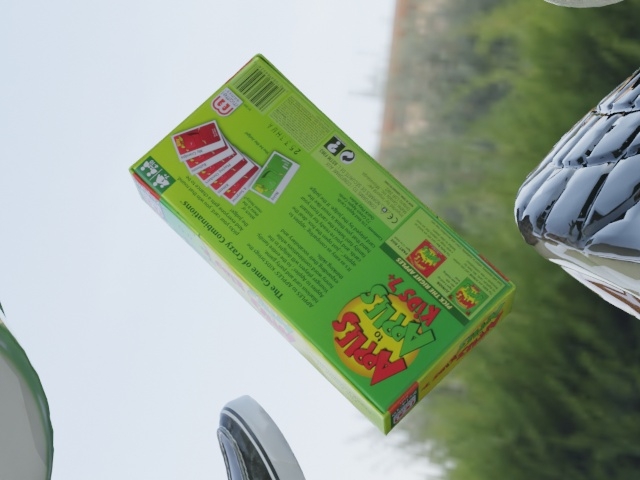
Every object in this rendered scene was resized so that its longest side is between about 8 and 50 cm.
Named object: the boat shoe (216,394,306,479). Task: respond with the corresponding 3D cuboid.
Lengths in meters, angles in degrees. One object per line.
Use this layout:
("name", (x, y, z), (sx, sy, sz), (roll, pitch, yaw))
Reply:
("boat shoe", (-0.036, 0.210, 1.029), (0.078, 0.070, 0.219), (108, 142, -59))

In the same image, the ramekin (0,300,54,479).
("ramekin", (-0.307, 0.123, 0.894), (0.303, 0.148, 0.303), (-14, -61, -28))

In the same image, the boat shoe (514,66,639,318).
("boat shoe", (0.152, 0.007, 0.474), (0.122, 0.120, 0.324), (-41, 11, 6))

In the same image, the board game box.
("board game box", (0.000, 0.000, 0.754), (0.092, 0.181, 0.043), (-43, -17, -11))

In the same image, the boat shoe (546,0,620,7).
("boat shoe", (0.282, -0.323, 0.821), (0.186, 0.500, 0.156), (33, -139, -25))
